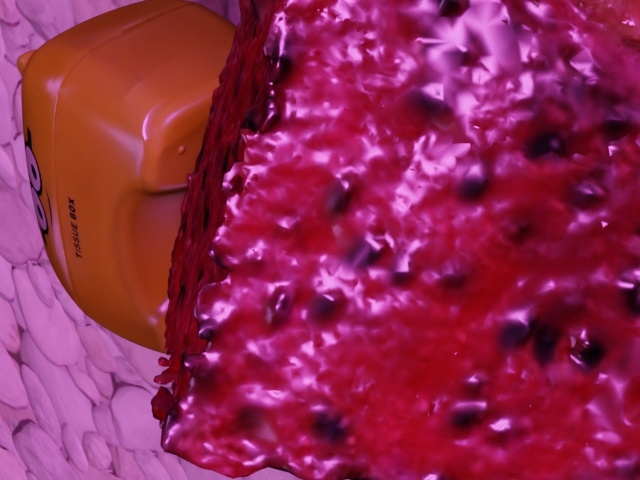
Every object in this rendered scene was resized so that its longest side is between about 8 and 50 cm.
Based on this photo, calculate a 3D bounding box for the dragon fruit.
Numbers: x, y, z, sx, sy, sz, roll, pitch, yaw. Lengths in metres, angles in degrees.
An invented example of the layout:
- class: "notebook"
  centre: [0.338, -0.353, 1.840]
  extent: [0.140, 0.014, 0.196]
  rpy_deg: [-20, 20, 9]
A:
- class: "dragon fruit"
  centre: [0.000, 0.000, 0.636]
  extent: [0.330, 0.240, 0.302]
  rpy_deg: [-1, 108, 63]

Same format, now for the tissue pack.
- class: "tissue pack"
  centre: [-0.092, -0.039, 0.835]
  extent: [0.127, 0.123, 0.178]
  rpy_deg: [34, 141, 33]
